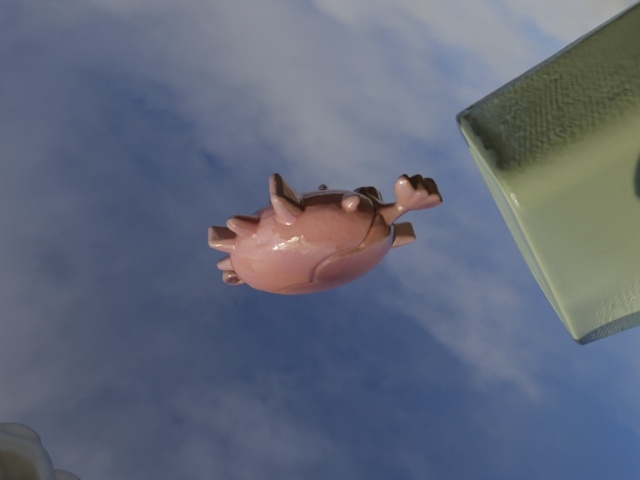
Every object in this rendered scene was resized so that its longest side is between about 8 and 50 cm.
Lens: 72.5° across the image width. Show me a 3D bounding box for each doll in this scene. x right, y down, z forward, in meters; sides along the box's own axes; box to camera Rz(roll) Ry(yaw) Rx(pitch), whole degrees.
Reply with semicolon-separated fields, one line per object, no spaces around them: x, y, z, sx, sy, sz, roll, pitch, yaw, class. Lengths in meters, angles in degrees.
-0.450;0.383;0.622;0.252;0.221;0.220;5;-124;13;doll
0.000;0.000;0.462;0.211;0.262;0.093;22;-132;-47;doll

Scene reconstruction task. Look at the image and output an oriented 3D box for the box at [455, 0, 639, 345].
0.373;-0.076;0.452;0.352;0.344;0.177;45;-155;-38;box
